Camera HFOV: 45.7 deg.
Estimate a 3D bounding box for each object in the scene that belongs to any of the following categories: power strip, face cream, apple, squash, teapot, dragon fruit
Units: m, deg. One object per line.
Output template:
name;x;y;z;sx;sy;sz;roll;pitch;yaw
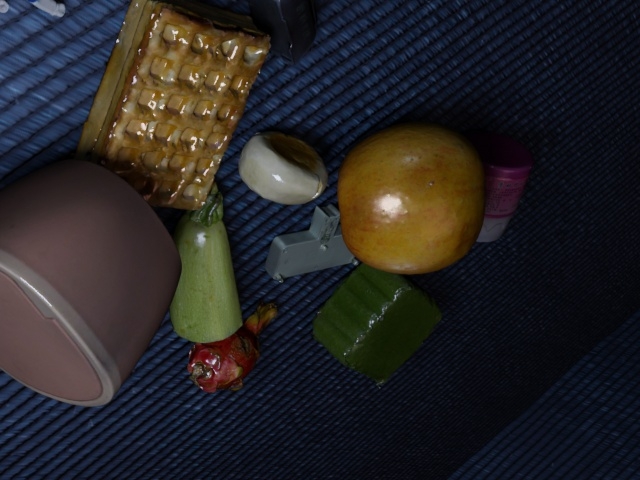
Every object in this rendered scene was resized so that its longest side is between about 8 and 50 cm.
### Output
power strip;0.000;0.000;1.525;0.216;0.061;0.145;-13;133;-38
face cream;0.356;-0.119;1.671;0.175;0.175;0.195;-16;132;-35
apple;0.160;-0.078;1.427;0.275;0.299;0.299;-9;134;-8
squash;-0.212;0.024;1.321;0.137;0.137;0.287;-20;122;-31
teapot;-0.046;-0.348;1.136;0.096;0.087;0.177;-43;145;-20
dragon fruit;-0.165;0.204;1.519;0.246;0.125;0.125;-50;179;-30

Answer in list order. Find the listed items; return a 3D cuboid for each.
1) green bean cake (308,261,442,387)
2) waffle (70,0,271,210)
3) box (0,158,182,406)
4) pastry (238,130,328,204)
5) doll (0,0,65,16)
green bean cake;0.131;0.181;1.745;0.247;0.156;0.250;-51;144;4
waffle;-0.216;-0.196;1.104;0.213;0.091;0.308;3;123;-47
box;-0.342;0.045;1.007;0.301;0.301;0.216;84;29;-46
pastry;-0.062;-0.118;1.278;0.156;0.156;0.092;-5;131;-42
doll;-0.385;-0.316;0.853;0.227;0.057;0.114;-11;138;-50
